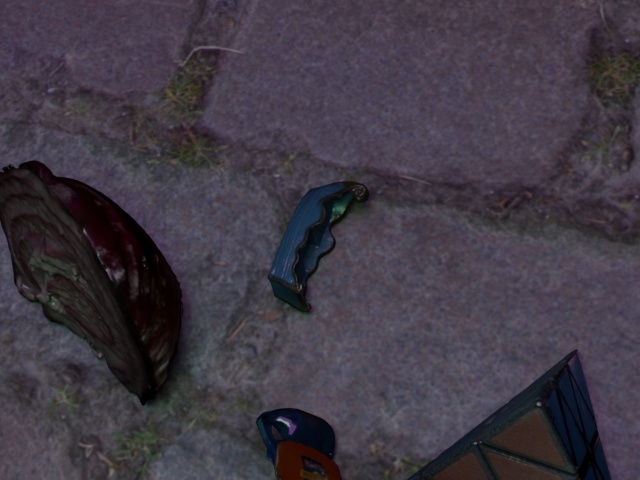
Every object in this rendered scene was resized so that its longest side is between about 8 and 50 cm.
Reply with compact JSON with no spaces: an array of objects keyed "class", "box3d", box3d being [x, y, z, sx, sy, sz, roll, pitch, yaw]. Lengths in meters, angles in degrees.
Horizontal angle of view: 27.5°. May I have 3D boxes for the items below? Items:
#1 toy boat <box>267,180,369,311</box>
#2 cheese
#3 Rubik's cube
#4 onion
[{"class":"toy boat","box3d":[0.000,0.000,1.637,0.077,0.075,0.185,13,58,17]},{"class":"cheese","box3d":[0.008,0.320,1.407,0.129,0.217,0.329,-45,41,23]},{"class":"Rubik's cube","box3d":[0.232,0.250,1.427,0.233,0.228,0.229,32,108,59]},{"class":"onion","box3d":[-0.255,0.024,1.556,0.146,0.280,0.314,-31,61,-28]}]
